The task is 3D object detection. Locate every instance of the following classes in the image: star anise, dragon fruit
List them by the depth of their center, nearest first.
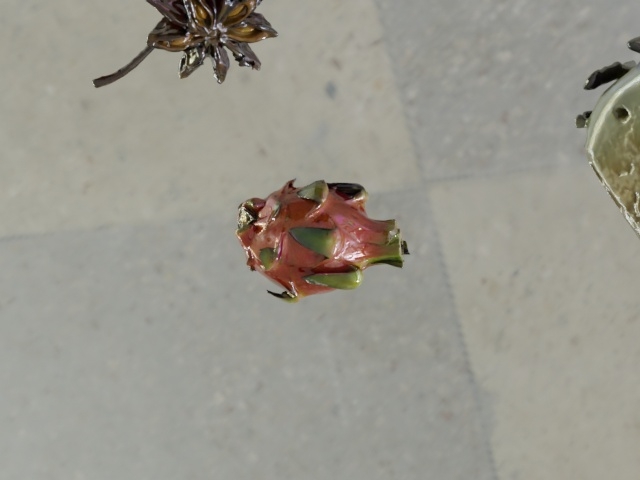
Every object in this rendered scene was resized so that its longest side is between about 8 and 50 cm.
[{"bbox_3d":[0.002,-0.002,1.223,0.116,0.086,0.081,-7,145,3],"label":"dragon fruit"},{"bbox_3d":[-0.172,-0.270,2.275,0.234,0.073,0.177,-6,134,-14],"label":"star anise"}]

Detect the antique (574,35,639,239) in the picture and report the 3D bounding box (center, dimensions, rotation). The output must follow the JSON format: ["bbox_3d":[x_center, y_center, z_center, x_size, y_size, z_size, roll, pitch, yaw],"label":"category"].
[{"bbox_3d":[0.309,-0.029,1.334,0.284,0.150,0.125,54,132,13],"label":"antique"}]
